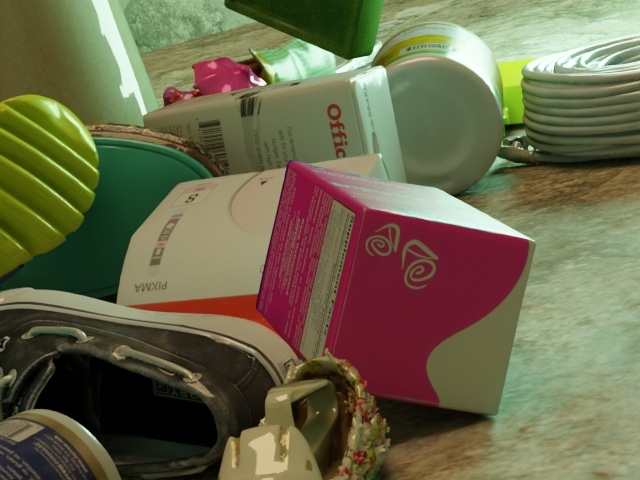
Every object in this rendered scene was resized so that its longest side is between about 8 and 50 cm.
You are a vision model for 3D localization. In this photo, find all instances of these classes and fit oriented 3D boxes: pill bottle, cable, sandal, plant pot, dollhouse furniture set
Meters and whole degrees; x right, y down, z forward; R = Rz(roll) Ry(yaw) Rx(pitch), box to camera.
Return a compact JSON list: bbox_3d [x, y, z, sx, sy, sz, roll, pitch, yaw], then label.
[{"bbox_3d":[-0.183,0.156,0.935,0.094,0.094,0.169,-3,16,38],"label":"pill bottle"},{"bbox_3d":[0.317,-0.145,1.785,0.257,0.089,0.257,-21,15,-34],"label":"cable"},{"bbox_3d":[-0.293,0.012,1.461,0.138,0.126,0.317,-19,29,55],"label":"sandal"},{"bbox_3d":[0.109,-0.136,1.816,0.136,0.136,0.246,-11,16,9],"label":"pill bottle"},{"bbox_3d":[-0.304,-0.146,1.917,0.333,0.305,0.334,-12,12,3],"label":"plant pot"},{"bbox_3d":[0.006,-0.164,1.867,0.151,0.302,0.197,23,24,25],"label":"dollhouse furniture set"}]

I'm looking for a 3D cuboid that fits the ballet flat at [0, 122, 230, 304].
[{"bbox_3d":[-0.306,0.007,1.626,0.482,0.164,0.182,-16,0,1],"label":"ballet flat"}]

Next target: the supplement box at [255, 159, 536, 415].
[{"bbox_3d":[0.041,0.025,1.184,0.111,0.114,0.220,11,9,-15],"label":"supplement box"}]

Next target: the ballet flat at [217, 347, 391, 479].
[{"bbox_3d":[-0.020,0.121,0.969,0.091,0.077,0.241,-9,13,11],"label":"ballet flat"}]

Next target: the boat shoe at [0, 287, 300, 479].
[{"bbox_3d":[-0.159,0.098,1.169,0.301,0.108,0.102,4,18,32],"label":"boat shoe"}]

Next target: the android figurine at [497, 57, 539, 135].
[{"bbox_3d":[0.154,-0.152,2.061,0.272,0.056,0.248,-8,14,10],"label":"android figurine"}]

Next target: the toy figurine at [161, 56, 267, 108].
[{"bbox_3d":[-0.101,-0.092,1.759,0.173,0.159,0.130,0,17,20],"label":"toy figurine"}]

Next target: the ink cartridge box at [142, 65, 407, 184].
[{"bbox_3d":[-0.034,-0.059,1.622,0.203,0.148,0.086,-7,11,24],"label":"ink cartridge box"}]

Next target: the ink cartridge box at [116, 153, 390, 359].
[{"bbox_3d":[-0.067,0.023,1.384,0.189,0.066,0.232,-6,24,29],"label":"ink cartridge box"}]

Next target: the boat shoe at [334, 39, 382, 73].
[{"bbox_3d":[-0.022,-0.135,2.130,0.112,0.095,0.335,-6,19,41],"label":"boat shoe"}]
